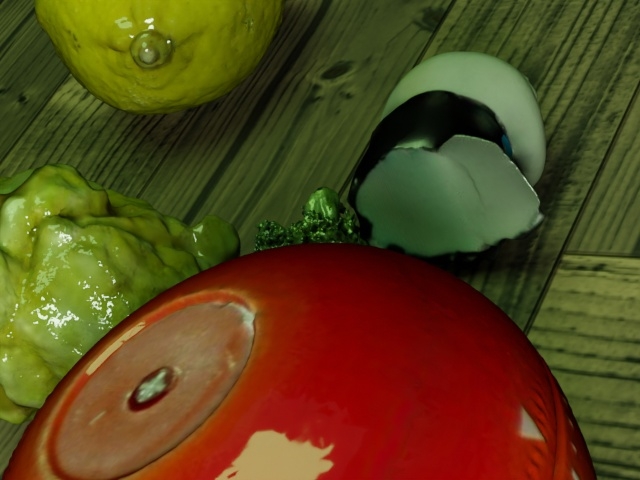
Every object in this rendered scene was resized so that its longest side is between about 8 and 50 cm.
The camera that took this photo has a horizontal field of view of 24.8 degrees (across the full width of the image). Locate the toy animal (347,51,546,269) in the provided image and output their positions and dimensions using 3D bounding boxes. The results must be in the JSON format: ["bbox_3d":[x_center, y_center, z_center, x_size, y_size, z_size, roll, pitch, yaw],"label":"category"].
[{"bbox_3d":[0.120,-0.070,1.195,0.166,0.138,0.179,9,42,16],"label":"toy animal"}]

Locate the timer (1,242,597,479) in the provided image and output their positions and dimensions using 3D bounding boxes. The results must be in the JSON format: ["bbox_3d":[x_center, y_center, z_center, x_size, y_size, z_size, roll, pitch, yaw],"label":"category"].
[{"bbox_3d":[-0.023,0.175,0.876,0.378,0.279,0.378,-27,32,19],"label":"timer"}]

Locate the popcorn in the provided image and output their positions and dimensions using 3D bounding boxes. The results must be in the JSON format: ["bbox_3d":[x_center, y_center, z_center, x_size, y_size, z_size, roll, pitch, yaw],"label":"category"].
[{"bbox_3d":[-0.203,0.044,1.211,0.250,0.235,0.242,2,29,20],"label":"popcorn"}]

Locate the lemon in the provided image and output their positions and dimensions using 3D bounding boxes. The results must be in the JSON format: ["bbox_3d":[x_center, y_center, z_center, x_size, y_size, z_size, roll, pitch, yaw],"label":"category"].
[{"bbox_3d":[-0.166,-0.262,1.501,0.268,0.268,0.322,-14,41,22],"label":"lemon"}]

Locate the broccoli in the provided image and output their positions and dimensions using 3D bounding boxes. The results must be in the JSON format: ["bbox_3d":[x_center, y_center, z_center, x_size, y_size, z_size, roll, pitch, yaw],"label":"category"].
[{"bbox_3d":[0.000,0.000,1.226,0.097,0.095,0.092,-24,50,23],"label":"broccoli"}]
